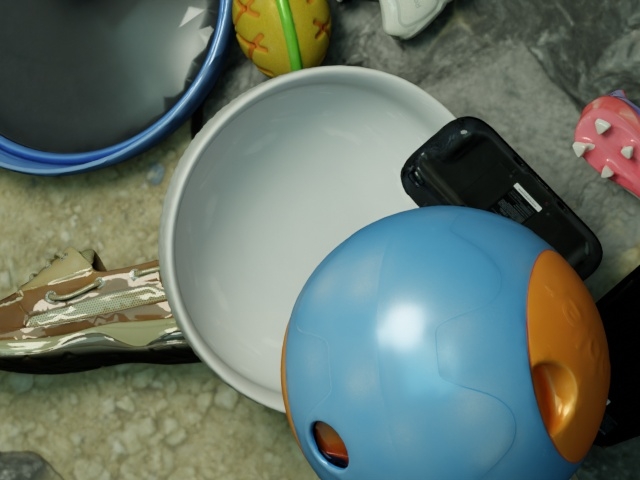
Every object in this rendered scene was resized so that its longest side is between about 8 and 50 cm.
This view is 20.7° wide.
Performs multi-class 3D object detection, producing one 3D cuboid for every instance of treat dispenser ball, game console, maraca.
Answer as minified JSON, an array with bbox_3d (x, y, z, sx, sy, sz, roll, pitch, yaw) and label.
[{"bbox_3d":[0.107,0.113,1.533,0.288,0.288,0.288,-2,83,14],"label":"treat dispenser ball"},{"bbox_3d":[0.238,0.023,1.658,0.213,0.044,0.361,-43,99,16],"label":"game console"},{"bbox_3d":[-0.044,-0.247,1.789,0.099,0.127,0.186,-14,99,-7],"label":"maraca"}]

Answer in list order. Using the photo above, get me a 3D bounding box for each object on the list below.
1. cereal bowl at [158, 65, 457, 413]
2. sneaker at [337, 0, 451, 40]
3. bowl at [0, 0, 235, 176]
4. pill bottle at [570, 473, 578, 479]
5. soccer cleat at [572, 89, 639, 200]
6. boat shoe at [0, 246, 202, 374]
[{"bbox_3d":[0.000,0.000,1.718,0.339,0.141,0.339,-1,93,-16],"label":"cereal bowl"},{"bbox_3d":[0.018,-0.322,1.806,0.292,0.110,0.118,42,103,15],"label":"sneaker"},{"bbox_3d":[-0.271,-0.258,1.880,0.391,0.077,0.391,-2,82,14],"label":"bowl"},{"bbox_3d":[0.137,0.246,1.696,0.208,0.117,0.118,-28,78,9],"label":"pill bottle"},{"bbox_3d":[0.349,-0.046,1.703,0.248,0.095,0.083,45,133,2],"label":"soccer cleat"},{"bbox_3d":[-0.246,0.071,1.821,0.324,0.122,0.120,-4,77,5],"label":"boat shoe"}]
